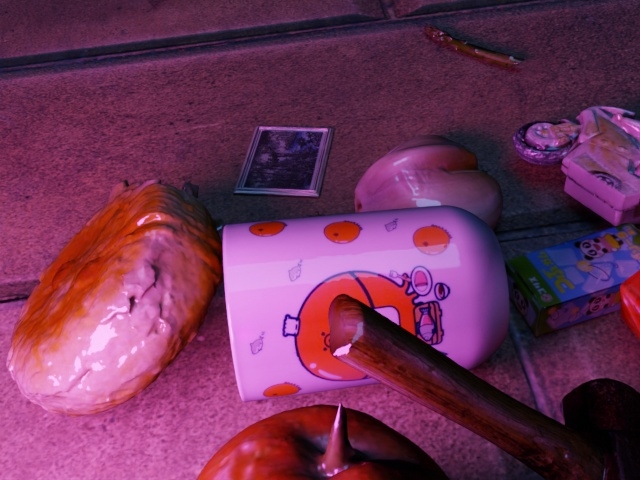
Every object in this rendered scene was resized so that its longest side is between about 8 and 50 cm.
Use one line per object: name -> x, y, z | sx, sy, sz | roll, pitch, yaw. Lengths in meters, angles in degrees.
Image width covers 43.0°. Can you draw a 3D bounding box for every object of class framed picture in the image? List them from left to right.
framed picture -> -0.058, -0.136, 1.348 | 0.141, 0.011, 0.183 | 3, 44, 9

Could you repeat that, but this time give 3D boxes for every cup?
cup -> 0.052, 0.068, 0.979 | 0.317, 0.212, 0.212 | -7, 43, -3

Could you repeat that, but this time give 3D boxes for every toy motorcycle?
toy motorcycle -> 0.466, -0.111, 1.200 | 0.222, 0.108, 0.340 | -25, 45, -24

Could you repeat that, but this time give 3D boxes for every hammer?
hammer -> 0.179, 0.174, 0.779 | 0.408, 0.095, 0.242 | 33, 36, -16

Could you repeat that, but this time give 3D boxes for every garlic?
garlic -> 0.154, -0.072, 1.192 | 0.228, 0.110, 0.217 | -27, 51, -21

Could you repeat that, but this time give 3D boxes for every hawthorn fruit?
hawthorn fruit -> 0.000, 0.270, 0.700 | 0.267, 0.301, 0.268 | 3, 31, -2

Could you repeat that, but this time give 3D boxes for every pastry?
pastry -> -0.251, 0.074, 0.991 | 0.329, 0.136, 0.330 | -36, 30, 25

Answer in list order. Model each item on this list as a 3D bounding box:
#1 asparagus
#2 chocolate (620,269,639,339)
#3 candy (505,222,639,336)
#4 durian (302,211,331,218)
asparagus -> 0.283, -0.368, 1.543 | 0.236, 0.027, 0.034 | 31, 50, 33
chocolate -> 0.498, 0.078, 0.935 | 0.237, 0.108, 0.235 | -38, 45, 10
candy -> 0.350, 0.049, 1.074 | 0.194, 0.062, 0.097 | -16, 45, -11
durian -> -0.001, -0.004, 1.174 | 0.130, 0.052, 0.066 | 0, 46, 5
